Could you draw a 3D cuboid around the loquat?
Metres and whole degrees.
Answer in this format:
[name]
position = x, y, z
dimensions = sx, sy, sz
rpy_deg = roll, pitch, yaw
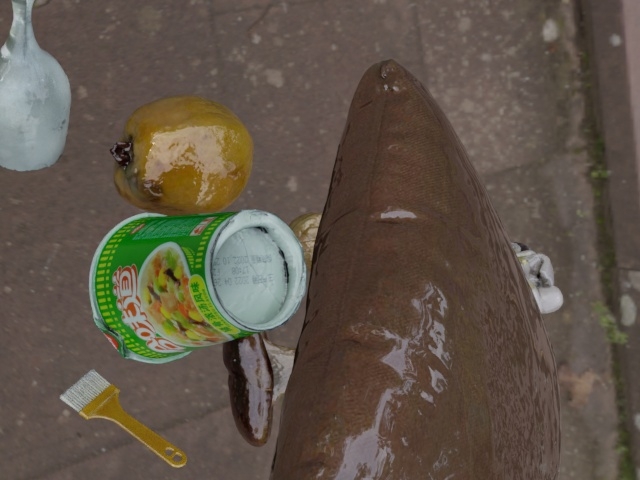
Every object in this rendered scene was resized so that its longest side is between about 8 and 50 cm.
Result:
[loquat]
position = -0.199, -0.116, 1.327
dimensions = 0.234, 0.176, 0.187
rpy_deg = -3, 130, -46

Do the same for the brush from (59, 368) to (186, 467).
[brush]
position = -0.371, 0.354, 1.776
dimensions = 0.103, 0.272, 0.013
rpy_deg = -44, 164, -52

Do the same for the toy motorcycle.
[toy motorcycle]
position = 0.309, 0.099, 1.621
dimensions = 0.340, 0.222, 0.108
rpy_deg = -31, 122, -34

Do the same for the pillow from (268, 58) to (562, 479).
[pillow]
position = 0.069, 0.106, 0.519
dimensions = 0.308, 0.108, 0.305
rpy_deg = 59, 31, -39

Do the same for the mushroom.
[mushroom]
position = -0.031, 0.181, 1.367
dimensions = 0.217, 0.148, 0.227
rpy_deg = -9, 104, 0

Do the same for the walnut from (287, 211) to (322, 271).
[walnut]
position = 0.000, 0.000, 1.512
dimensions = 0.124, 0.105, 0.105
rpy_deg = -14, 103, -11

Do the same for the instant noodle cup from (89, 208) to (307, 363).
[instant noodle cup]
position = -0.145, 0.053, 1.146
dimensions = 0.207, 0.232, 0.207
rpy_deg = 8, 78, -42

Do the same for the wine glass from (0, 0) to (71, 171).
[wine glass]
position = -0.410, -0.246, 1.265
dimensions = 0.143, 0.143, 0.321
rpy_deg = -13, 141, -32
